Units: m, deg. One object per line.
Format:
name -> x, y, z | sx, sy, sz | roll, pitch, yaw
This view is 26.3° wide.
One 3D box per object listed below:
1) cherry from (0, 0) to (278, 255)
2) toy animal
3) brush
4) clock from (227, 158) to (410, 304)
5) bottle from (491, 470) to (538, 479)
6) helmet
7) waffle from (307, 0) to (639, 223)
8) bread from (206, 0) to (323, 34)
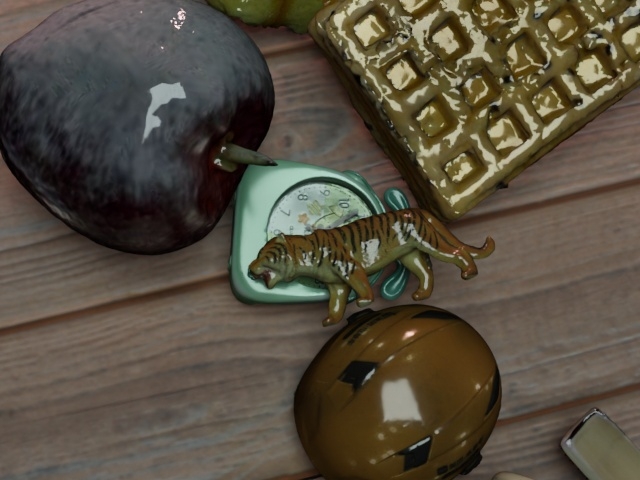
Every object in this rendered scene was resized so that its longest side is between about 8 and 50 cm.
cherry -> -0.172, -0.117, 1.325 | 0.296, 0.218, 0.255 | 24, 85, 11
toy animal -> 0.053, 0.017, 1.341 | 0.241, 0.057, 0.099 | -16, 74, -9
brush -> 0.362, 0.303, 1.393 | 0.060, 0.050, 0.321 | -44, 93, -16
clock -> 0.000, 0.000, 1.404 | 0.188, 0.060, 0.148 | 7, 76, -6
bottle -> 0.201, 0.412, 1.260 | 0.229, 0.229, 0.352 | 24, 79, -1
helmet -> 0.087, 0.155, 1.346 | 0.224, 0.130, 0.198 | -34, 86, -14
waffle -> 0.201, -0.226, 1.414 | 0.376, 0.114, 0.261 | -36, 96, -7
bread -> -0.021, -0.418, 1.442 | 0.233, 0.245, 0.362 | 8, 121, -15
